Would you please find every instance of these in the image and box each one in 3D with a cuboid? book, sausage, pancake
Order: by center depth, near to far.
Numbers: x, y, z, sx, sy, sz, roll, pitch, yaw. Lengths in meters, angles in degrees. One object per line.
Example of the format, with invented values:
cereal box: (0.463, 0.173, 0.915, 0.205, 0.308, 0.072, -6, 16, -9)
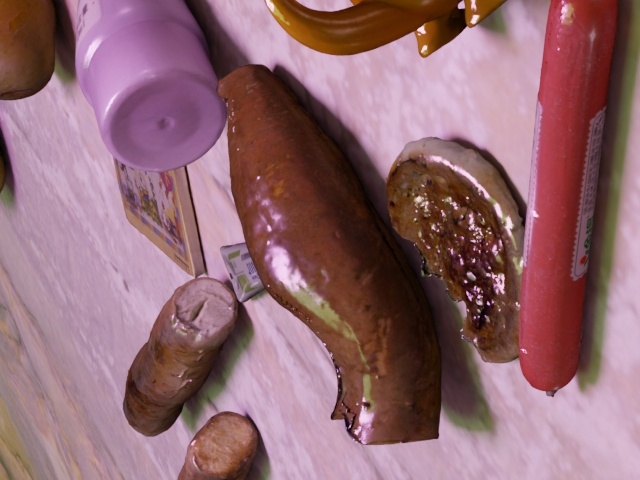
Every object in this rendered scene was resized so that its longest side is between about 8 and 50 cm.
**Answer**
sausage: (0.113, -0.019, 0.680, 0.034, 0.034, 0.253, 48, 150, 43)
pancake: (0.079, 0.002, 0.793, 0.129, 0.022, 0.116, 52, 153, 27)
book: (-0.153, -0.078, 1.275, 0.168, 0.013, 0.192, 35, 139, 55)

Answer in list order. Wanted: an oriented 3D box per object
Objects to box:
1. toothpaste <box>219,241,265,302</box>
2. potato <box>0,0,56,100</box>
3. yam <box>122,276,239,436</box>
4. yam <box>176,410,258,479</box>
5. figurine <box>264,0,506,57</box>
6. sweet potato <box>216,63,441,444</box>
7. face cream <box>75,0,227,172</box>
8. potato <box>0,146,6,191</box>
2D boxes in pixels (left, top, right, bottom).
toothpaste: (-0.043, 0.017, 1.081, 0.048, 0.029, 0.197, 70, 161, 0)
potato: (-0.343, -0.208, 1.371, 0.157, 0.194, 0.157, -178, 90, -68)
yam: (-0.132, 0.109, 1.320, 0.067, 0.071, 0.317, 30, 153, -2)
yam: (-0.109, 0.241, 1.390, 0.066, 0.066, 0.299, 61, 158, 19)
figurine: (0.009, -0.164, 0.675, 0.176, 0.122, 0.121, 67, 161, 3)
sweet potato: (-0.006, 0.002, 0.906, 0.286, 0.085, 0.112, 59, 161, 24)
face cream: (-0.145, -0.167, 1.098, 0.154, 0.096, 0.274, 88, 164, -44)
potato: (-0.470, -0.144, 1.793, 0.169, 0.143, 0.248, 25, 141, 55)
